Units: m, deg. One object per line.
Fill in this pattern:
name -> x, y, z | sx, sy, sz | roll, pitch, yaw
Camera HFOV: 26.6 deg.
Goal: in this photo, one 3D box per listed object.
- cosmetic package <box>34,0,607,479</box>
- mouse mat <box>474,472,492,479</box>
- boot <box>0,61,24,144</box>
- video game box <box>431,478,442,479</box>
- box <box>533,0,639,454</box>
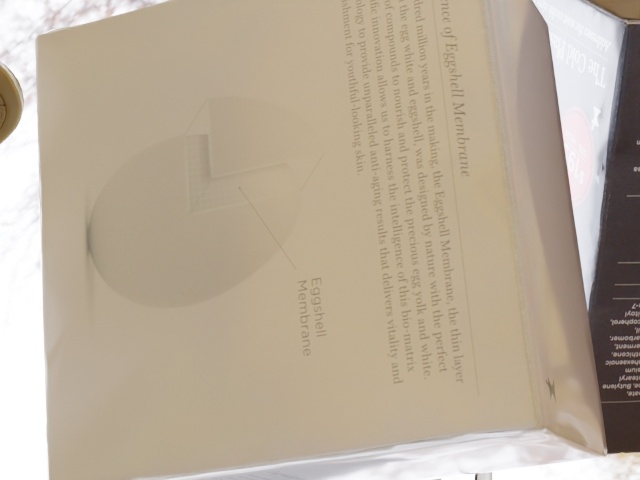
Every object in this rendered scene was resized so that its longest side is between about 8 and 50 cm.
cosmetic package -> 0.000, 0.000, 0.636 | 0.138, 0.225, 0.224 | 28, -126, -62
mouse mat -> 0.152, 0.235, 1.269 | 0.189, 0.007, 0.152 | -68, -23, -58
boot -> -0.264, -0.072, 0.860 | 0.165, 0.213, 0.077 | -58, -53, -73
video game box -> 0.053, 0.172, 1.216 | 0.048, 0.205, 0.187 | 11, -153, -20
box -> 0.231, -0.054, 1.050 | 0.179, 0.343, 0.312 | -2, -69, -10
